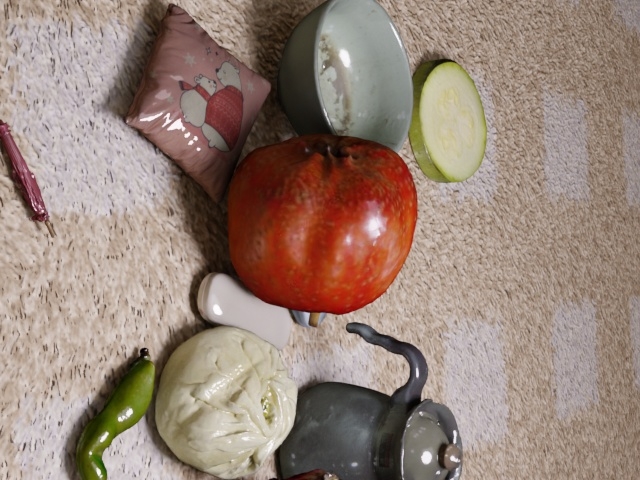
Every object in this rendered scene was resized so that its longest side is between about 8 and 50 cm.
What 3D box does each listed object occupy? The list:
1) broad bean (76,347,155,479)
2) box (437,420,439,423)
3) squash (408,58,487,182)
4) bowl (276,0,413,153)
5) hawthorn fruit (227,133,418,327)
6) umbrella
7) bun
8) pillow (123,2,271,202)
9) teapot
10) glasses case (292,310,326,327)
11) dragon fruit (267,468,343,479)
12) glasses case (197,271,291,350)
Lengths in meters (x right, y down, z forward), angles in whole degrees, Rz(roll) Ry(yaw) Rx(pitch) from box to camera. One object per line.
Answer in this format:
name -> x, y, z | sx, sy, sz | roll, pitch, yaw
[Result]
broad bean -> -0.273, 0.237, 1.528 | 0.070, 0.048, 0.213 | 49, 50, -35
box -> 0.195, 0.395, 2.001 | 0.269, 0.043, 0.152 | 162, -71, -82
squash -> 0.251, -0.240, 2.270 | 0.252, 0.049, 0.252 | 6, 83, -50
bowl -> 0.021, -0.259, 1.878 | 0.289, 0.146, 0.289 | 10, 78, -52
hawthorn fruit -> 0.000, 0.000, 1.710 | 0.287, 0.287, 0.330 | -37, 141, -48
umbrella -> -0.376, -0.077, 1.435 | 0.027, 0.025, 0.165 | -31, 110, -29
bun -> -0.125, 0.239, 1.651 | 0.229, 0.145, 0.229 | -1, 91, -51
pillow -> -0.179, -0.202, 1.657 | 0.236, 0.084, 0.223 | 38, 60, -42
teapot -> 0.111, 0.309, 1.837 | 0.223, 0.285, 0.305 | 37, 60, -46
glasses case -> -0.034, 0.060, 1.862 | 0.067, 0.045, 0.178 | -39, 119, -45
dragon fruit -> -0.020, 0.502, 1.640 | 0.329, 0.329, 0.329 | 6, 83, -53
glasses case -> -0.115, 0.112, 1.744 | 0.204, 0.051, 0.081 | 35, 60, -46
